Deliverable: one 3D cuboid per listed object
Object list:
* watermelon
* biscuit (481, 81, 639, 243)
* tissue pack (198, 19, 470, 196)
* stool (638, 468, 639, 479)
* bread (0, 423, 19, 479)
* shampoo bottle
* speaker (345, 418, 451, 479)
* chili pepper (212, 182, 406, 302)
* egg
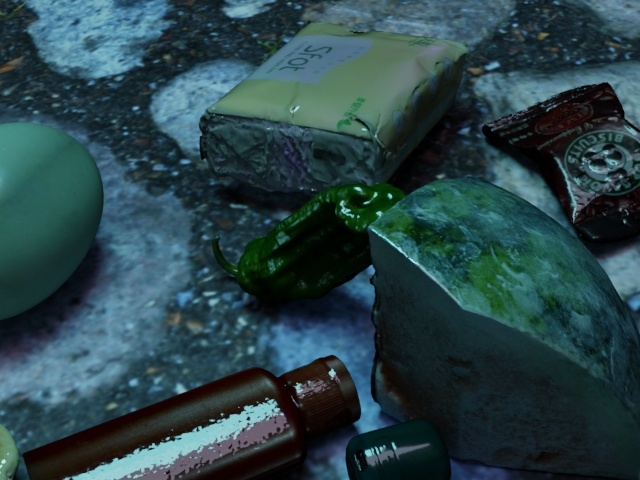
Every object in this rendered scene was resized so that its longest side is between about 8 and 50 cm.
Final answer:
[{"bbox_3d":[0.154,0.096,0.857,0.289,0.214,0.320,48,13,8],"label":"watermelon"},{"bbox_3d":[0.289,-0.091,1.095,0.151,0.063,0.235,-24,47,-6],"label":"biscuit"},{"bbox_3d":[0.022,-0.143,1.135,0.215,0.122,0.256,13,35,22],"label":"tissue pack"},{"bbox_3d":[0.316,0.195,0.648,0.199,0.195,0.195,3,40,6],"label":"stool"},{"bbox_3d":[-0.334,0.204,0.812,0.251,0.039,0.181,13,43,20],"label":"bread"},{"bbox_3d":[-0.096,0.162,0.821,0.260,0.064,0.102,-20,42,-18],"label":"shampoo bottle"},{"bbox_3d":[0.065,0.189,0.795,0.075,0.060,0.094,-13,76,-11],"label":"speaker"},{"bbox_3d":[-0.003,0.004,0.923,0.100,0.257,0.074,14,63,-30],"label":"chili pepper"},{"bbox_3d":[-0.300,-0.020,0.975,0.168,0.168,0.231,17,42,23],"label":"egg"}]
